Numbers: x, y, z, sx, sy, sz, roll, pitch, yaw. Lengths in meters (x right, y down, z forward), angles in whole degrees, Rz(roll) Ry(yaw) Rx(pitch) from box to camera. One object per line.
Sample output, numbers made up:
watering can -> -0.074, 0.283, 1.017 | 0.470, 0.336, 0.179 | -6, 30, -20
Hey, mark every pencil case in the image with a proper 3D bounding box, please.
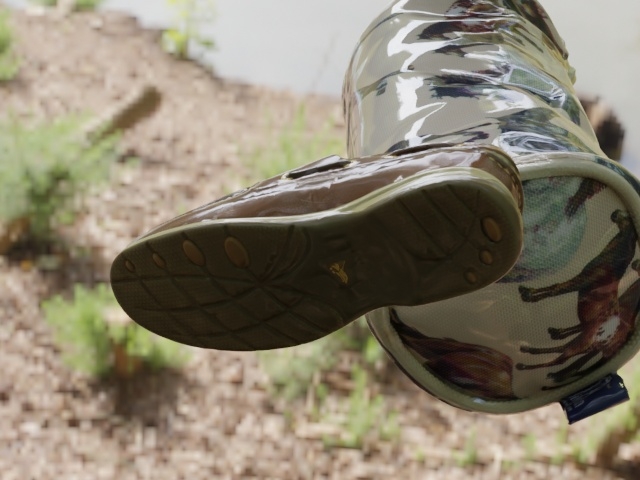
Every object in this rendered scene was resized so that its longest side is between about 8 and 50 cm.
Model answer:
pencil case -> 0.108, -0.045, 1.159 | 0.184, 0.159, 0.410 | 1, 23, -3

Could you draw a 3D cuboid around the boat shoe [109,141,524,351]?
boat shoe -> 0.000, 0.000, 0.764 | 0.178, 0.064, 0.060 | -13, 28, 20
